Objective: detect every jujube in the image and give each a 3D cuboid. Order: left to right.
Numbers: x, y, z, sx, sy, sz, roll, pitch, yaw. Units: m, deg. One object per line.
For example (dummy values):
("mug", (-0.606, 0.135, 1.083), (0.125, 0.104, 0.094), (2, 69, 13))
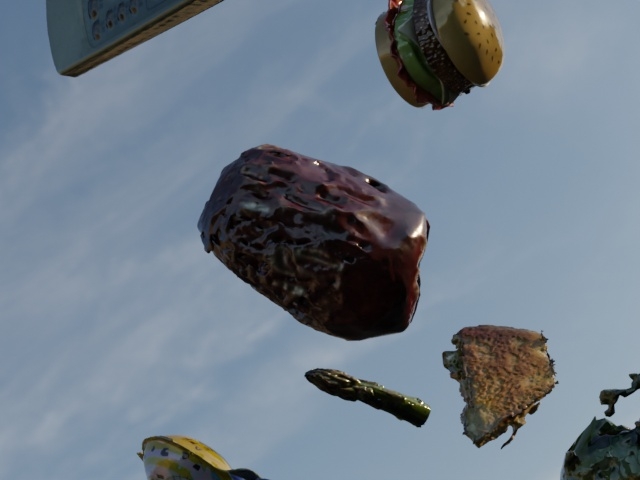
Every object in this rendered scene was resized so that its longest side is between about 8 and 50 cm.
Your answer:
("jujube", (0.000, 0.000, 1.836), (0.258, 0.376, 0.258), (-60, 1, 3))

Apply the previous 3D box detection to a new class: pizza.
("pizza", (0.247, 0.197, 1.594), (0.147, 0.226, 0.069), (-8, -53, 1))

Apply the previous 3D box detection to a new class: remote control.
("remote control", (-0.167, -0.241, 1.070), (0.038, 0.124, 0.285), (5, -13, -44))

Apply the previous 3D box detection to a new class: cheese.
("cheese", (-0.121, 0.282, 1.360), (0.064, 0.250, 0.157), (-55, -51, -33))

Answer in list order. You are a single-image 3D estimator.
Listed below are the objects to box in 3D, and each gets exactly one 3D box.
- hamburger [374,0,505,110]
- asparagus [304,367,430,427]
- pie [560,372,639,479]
("hamburger", (0.161, -0.257, 1.516), (0.136, 0.175, 0.175), (-21, -19, 36))
("asparagus", (0.055, 0.185, 1.422), (0.165, 0.030, 0.036), (20, -53, -14))
("pie", (0.321, 0.223, 0.718), (0.371, 0.297, 0.078), (1, 23, 41))
